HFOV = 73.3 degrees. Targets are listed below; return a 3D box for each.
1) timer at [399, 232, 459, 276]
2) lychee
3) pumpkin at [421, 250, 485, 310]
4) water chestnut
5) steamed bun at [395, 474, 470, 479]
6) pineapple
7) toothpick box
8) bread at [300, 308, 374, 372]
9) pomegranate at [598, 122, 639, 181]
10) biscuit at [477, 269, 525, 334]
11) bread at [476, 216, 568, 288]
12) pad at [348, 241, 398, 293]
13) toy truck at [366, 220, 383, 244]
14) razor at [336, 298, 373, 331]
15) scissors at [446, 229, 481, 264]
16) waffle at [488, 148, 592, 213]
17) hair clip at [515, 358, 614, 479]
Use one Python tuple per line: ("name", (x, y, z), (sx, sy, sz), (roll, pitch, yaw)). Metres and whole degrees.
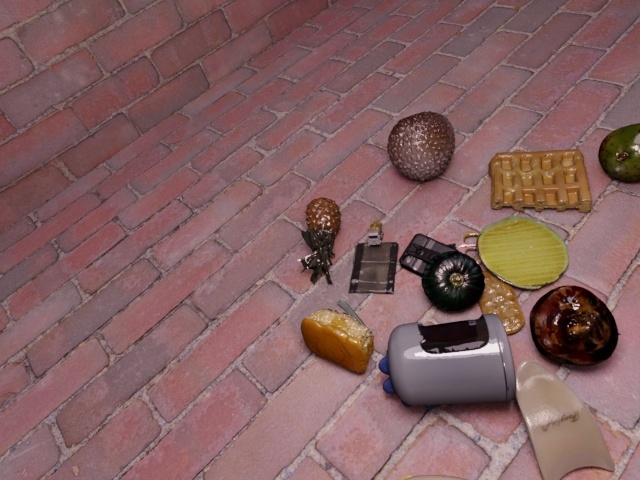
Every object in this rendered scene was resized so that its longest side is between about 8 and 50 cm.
("timer", (0.390, 0.062, 1.537), (0.187, 0.055, 0.144), (27, 74, 34))
("lychee", (0.426, -0.391, 1.782), (0.300, 0.300, 0.300), (-10, 48, 11))
("pumpkin", (0.432, 0.131, 1.398), (0.201, 0.140, 0.202), (0, 84, 0))
("water chestnut", (0.696, 0.237, 1.184), (0.223, 0.238, 0.224), (0, 80, -2))
("steamed bun", (0.273, 0.674, 0.897), (0.373, 0.334, 0.334), (0, 51, 20))
("pineapple", (0.000, -0.003, 1.673), (0.165, 0.166, 0.365), (-5, 51, 15))
("toothpick box", (0.341, 0.353, 1.213), (0.354, 0.263, 0.263), (-8, 49, 13))
("bread", (0.054, 0.318, 1.378), (0.245, 0.174, 0.121), (16, 37, 28))
("pomegranate", (1.136, -0.318, 1.550), (0.247, 0.214, 0.214), (-15, 37, -41))
("biscuit", (0.574, 0.193, 1.395), (0.118, 0.029, 0.247), (-12, 48, 10))
("bread", (0.686, 0.039, 1.462), (0.301, 0.045, 0.301), (-4, 51, 5))
("pad", (0.199, 0.098, 1.611), (0.174, 0.022, 0.233), (-1, 51, 19))
("toy truck", (0.213, -0.030, 1.669), (0.052, 0.063, 0.123), (-3, 23, 16))
("razor", (0.117, 0.268, 1.484), (0.191, 0.037, 0.068), (50, 120, 45))
("scissors", (0.495, 0.029, 1.566), (0.317, 0.024, 0.160), (-4, 50, 16))
("waffle", (0.829, -0.234, 1.644), (0.348, 0.077, 0.304), (1, 50, 20))
("hair clip", (0.599, 0.455, 1.105), (0.172, 0.113, 0.282), (-18, 48, 3))
